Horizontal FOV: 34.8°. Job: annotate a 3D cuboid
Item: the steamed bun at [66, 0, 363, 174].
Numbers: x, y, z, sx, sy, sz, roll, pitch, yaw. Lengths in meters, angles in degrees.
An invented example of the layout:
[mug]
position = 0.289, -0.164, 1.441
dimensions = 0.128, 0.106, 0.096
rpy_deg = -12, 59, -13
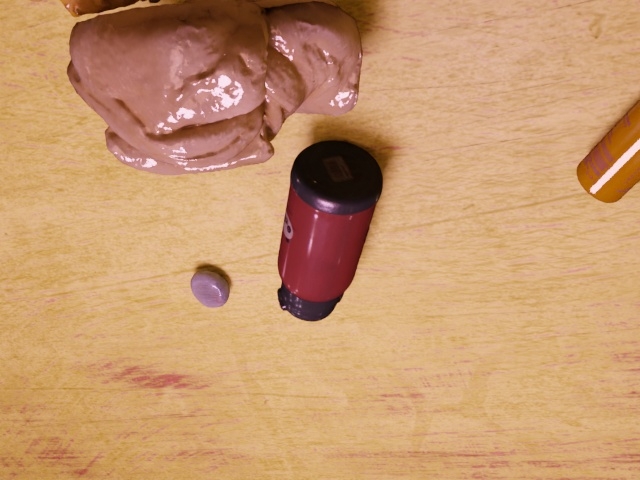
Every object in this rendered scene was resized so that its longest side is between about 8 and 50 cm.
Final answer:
[steamed bun]
position = -0.139, -0.211, 1.382
dimensions = 0.325, 0.372, 0.230
rpy_deg = -8, 93, 51

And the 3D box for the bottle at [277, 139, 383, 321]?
[bottle]
position = 0.000, 0.000, 1.674
dimensions = 0.144, 0.144, 0.336
rpy_deg = 20, 138, 5

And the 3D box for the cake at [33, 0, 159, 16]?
[cake]
position = -0.277, -0.435, 1.318
dimensions = 0.286, 0.227, 0.222
rpy_deg = 0, 132, 23

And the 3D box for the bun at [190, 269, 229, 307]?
[bun]
position = -0.204, 0.088, 1.910
dimensions = 0.083, 0.045, 0.083
rpy_deg = 12, 132, 14

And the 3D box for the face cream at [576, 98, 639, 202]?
[face cream]
position = 0.453, -0.160, 1.368
dimensions = 0.078, 0.078, 0.273
rpy_deg = 30, 135, -6
